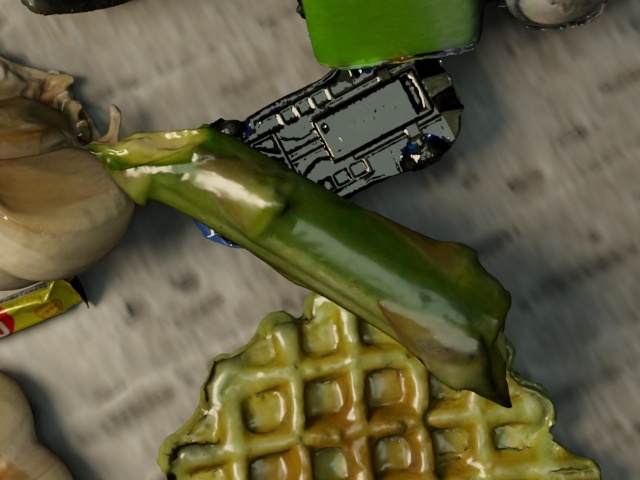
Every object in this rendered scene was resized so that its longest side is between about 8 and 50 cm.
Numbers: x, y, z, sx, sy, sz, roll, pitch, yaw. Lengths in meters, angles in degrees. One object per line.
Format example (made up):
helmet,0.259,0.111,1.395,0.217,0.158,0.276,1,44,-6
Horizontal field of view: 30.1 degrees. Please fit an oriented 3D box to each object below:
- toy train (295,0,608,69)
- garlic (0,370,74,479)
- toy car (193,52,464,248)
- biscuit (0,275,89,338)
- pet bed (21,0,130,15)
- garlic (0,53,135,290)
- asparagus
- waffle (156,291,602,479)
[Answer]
toy train,0.083,-0.276,0.818,0.249,0.173,0.307,-8,67,5
garlic,-0.245,0.172,0.853,0.124,0.099,0.174,-20,84,-14
toy car,0.000,-0.067,0.877,0.216,0.063,0.103,-28,86,5
biscuit,-0.312,0.086,0.884,0.292,0.048,0.026,-22,56,0
pet bed,-0.171,-0.278,0.862,0.183,0.159,0.210,-29,87,-26
garlic,-0.239,-0.042,0.853,0.229,0.178,0.142,37,119,21
asparagus,-0.001,0.001,0.809,0.343,0.082,0.085,33,130,0
waffle,0.029,0.190,0.853,0.297,0.073,0.317,37,80,-1
